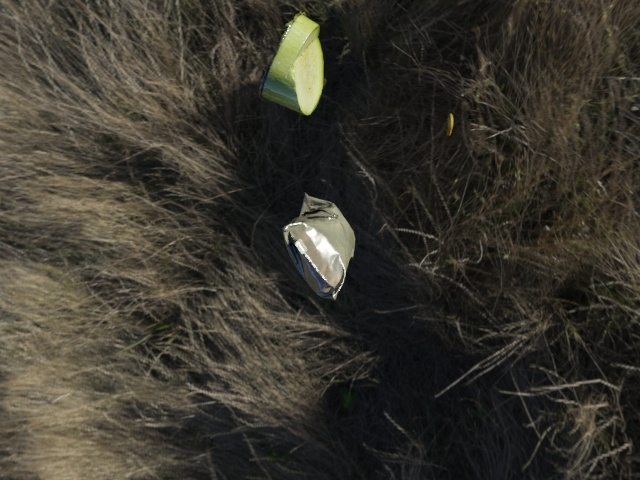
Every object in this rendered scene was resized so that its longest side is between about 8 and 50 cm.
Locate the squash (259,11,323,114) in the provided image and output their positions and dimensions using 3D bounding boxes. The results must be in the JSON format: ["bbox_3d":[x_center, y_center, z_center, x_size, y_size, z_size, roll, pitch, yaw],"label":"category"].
[{"bbox_3d":[-0.051,-0.419,1.170,0.133,0.220,0.220,26,111,1],"label":"squash"}]

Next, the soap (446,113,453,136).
[{"bbox_3d":[0.276,-0.246,1.051,0.012,0.089,0.034,1,87,11],"label":"soap"}]

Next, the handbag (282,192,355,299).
[{"bbox_3d":[0.000,0.000,0.973,0.117,0.270,0.182,-35,98,18],"label":"handbag"}]
